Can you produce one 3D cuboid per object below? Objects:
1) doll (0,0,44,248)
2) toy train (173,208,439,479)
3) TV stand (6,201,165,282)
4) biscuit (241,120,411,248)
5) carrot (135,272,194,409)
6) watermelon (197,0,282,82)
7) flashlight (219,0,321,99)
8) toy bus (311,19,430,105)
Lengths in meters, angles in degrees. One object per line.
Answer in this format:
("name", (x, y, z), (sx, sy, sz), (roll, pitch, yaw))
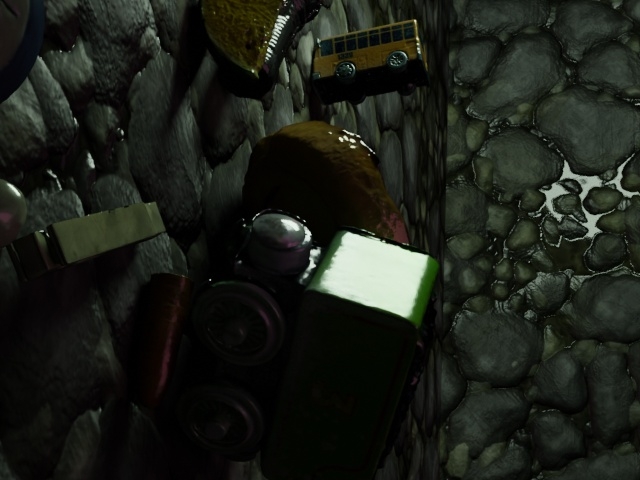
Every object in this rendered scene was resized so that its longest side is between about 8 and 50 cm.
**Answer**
("doll", (-0.243, -0.093, 0.518), (0.228, 0.154, 0.258), (29, 66, -29))
("toy train", (-0.015, 0.123, 1.104), (0.173, 0.249, 0.307), (-64, 170, -57))
("TV stand", (-0.195, -0.005, 0.912), (0.036, 0.042, 0.249), (67, 16, -2))
("biscuit", (0.000, 0.000, 1.239), (0.102, 0.296, 0.296), (-25, 121, -26))
("carrot", (-0.160, 0.100, 1.017), (0.048, 0.048, 0.139), (61, 33, -59))
("watermelon", (-0.101, -0.273, 1.181), (0.075, 0.092, 0.181), (47, 50, -47))
("flashlight", (-0.065, -0.273, 1.310), (0.232, 0.093, 0.093), (-69, 153, -46))
("toy bus", (0.078, -0.289, 1.651), (0.091, 0.182, 0.103), (55, 28, -62))
